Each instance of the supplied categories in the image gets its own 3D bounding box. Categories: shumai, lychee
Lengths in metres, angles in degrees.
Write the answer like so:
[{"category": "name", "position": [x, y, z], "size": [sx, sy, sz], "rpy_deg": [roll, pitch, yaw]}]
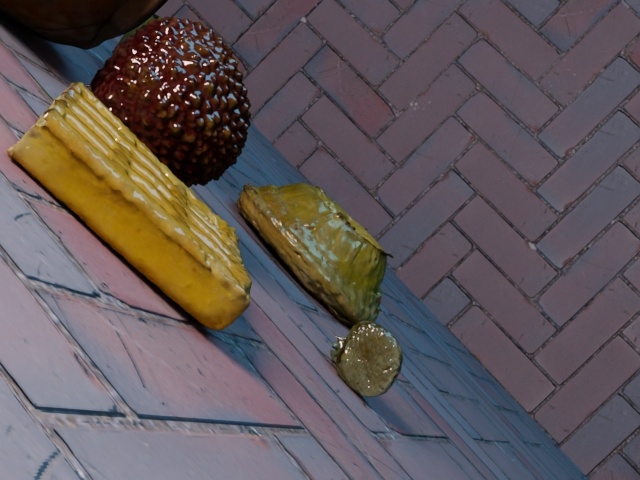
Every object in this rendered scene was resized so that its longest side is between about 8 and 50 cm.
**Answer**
[{"category": "shumai", "position": [0.054, 0.133, 1.328], "size": [0.080, 0.082, 0.083], "rpy_deg": [18, 52, -82]}, {"category": "lychee", "position": [-0.155, -0.140, 1.238], "size": [0.188, 0.188, 0.188], "rpy_deg": [45, 5, -5]}]

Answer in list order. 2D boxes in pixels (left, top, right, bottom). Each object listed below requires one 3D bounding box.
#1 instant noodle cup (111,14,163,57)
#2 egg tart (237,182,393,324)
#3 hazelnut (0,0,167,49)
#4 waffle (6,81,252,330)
[{"category": "instant noodle cup", "position": [-0.237, -0.265, 1.786], "size": [0.122, 0.151, 0.151], "rpy_deg": [39, 4, 6]}, {"category": "egg tart", "position": [0.000, 0.000, 1.729], "size": [0.290, 0.115, 0.290], "rpy_deg": [44, 4, -4]}, {"category": "hazelnut", "position": [-0.293, -0.414, 1.398], "size": [0.359, 0.359, 0.409], "rpy_deg": [42, 14, -37]}, {"category": "waffle", "position": [-0.157, -0.035, 1.022], "size": [0.221, 0.055, 0.248], "rpy_deg": [44, 4, -14]}]
